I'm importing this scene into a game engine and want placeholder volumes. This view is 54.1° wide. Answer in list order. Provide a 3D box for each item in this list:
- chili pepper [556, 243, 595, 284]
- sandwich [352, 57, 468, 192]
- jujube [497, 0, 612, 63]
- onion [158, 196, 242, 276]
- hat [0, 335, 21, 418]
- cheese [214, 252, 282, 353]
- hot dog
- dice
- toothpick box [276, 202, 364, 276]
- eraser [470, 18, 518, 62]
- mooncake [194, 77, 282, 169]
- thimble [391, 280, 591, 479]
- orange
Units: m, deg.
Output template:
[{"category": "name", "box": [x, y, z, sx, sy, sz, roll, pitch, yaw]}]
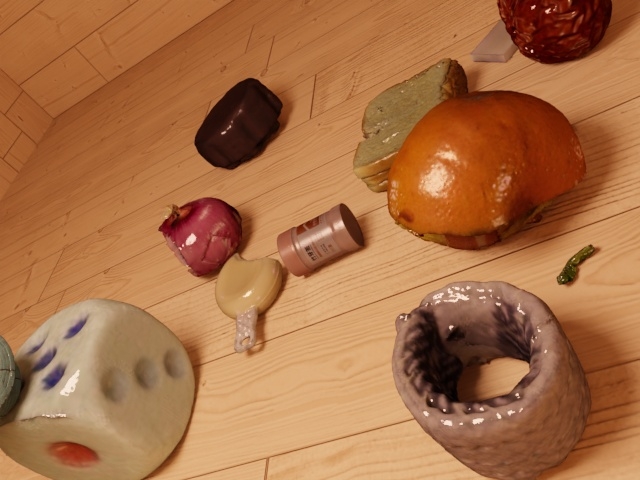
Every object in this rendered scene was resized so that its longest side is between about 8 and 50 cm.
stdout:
[{"category": "chili pepper", "box": [0.371, 0.037, 0.921, 0.083, 0.022, 0.027, -45, 33, -13]}, {"category": "sandwich", "box": [0.193, -0.240, 1.340, 0.248, 0.095, 0.273, -20, 40, 33]}, {"category": "jujube", "box": [0.450, -0.458, 1.212, 0.212, 0.232, 0.213, -24, 42, 24]}, {"category": "onion", "box": [-0.276, -0.020, 1.490, 0.201, 0.200, 0.207, -55, 5, -20]}, {"category": "hat", "box": [-0.552, 0.251, 1.059, 0.138, 0.077, 0.191, -31, 54, 31]}, {"category": "cheese", "box": [-0.165, 0.128, 1.296, 0.163, 0.071, 0.249, -13, 44, 34]}, {"category": "hot dog", "box": [0.257, -0.035, 1.053, 0.261, 0.093, 0.123, -3, 39, 22]}, {"category": "dice", "box": [-0.421, 0.290, 1.188, 0.264, 0.268, 0.263, -23, 37, 26]}, {"category": "toothpick box", "box": [0.000, 0.000, 1.253, 0.148, 0.098, 0.099, -26, 37, 19]}, {"category": "eraser", "box": [0.425, -0.465, 1.428, 0.150, 0.023, 0.103, -49, 35, -12]}, {"category": "mooncake", "box": [-0.236, -0.333, 1.818, 0.283, 0.141, 0.283, -35, 30, 24]}, {"category": "thimble", "box": [0.213, 0.175, 0.803, 0.217, 0.157, 0.245, -43, 35, -8]}, {"category": "orange", "box": [0.254, -0.115, 1.004, 0.310, 0.274, 0.274, -48, 34, 0]}]
